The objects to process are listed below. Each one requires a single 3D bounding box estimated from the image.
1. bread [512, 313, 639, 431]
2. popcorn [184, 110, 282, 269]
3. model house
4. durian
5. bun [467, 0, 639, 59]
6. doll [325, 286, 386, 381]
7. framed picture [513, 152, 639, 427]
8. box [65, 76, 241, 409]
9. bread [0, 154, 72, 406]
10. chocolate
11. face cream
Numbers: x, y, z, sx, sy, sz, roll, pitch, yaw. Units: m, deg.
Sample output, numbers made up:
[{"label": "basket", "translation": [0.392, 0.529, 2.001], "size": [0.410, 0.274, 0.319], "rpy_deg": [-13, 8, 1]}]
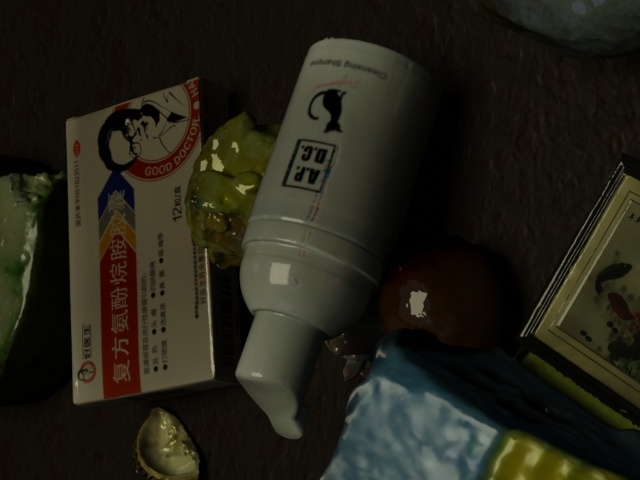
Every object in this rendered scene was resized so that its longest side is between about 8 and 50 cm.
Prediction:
[{"label": "bread", "translation": [0.236, 0.177, 1.325], "size": [0.228, 0.033, 0.229], "rpy_deg": [-10, 75, 45]}, {"label": "popcorn", "translation": [-0.064, -0.054, 1.632], "size": [0.173, 0.142, 0.173], "rpy_deg": [-38, 32, 29]}, {"label": "model house", "translation": [0.153, 0.238, 1.229], "size": [0.303, 0.215, 0.237], "rpy_deg": [33, 106, 42]}, {"label": "durian", "translation": [-0.183, 0.247, 1.756], "size": [0.066, 0.052, 0.130], "rpy_deg": [-57, 46, 20]}, {"label": "bun", "translation": [0.246, -0.322, 1.273], "size": [0.362, 0.211, 0.362], "rpy_deg": [-15, 69, 44]}, {"label": "doll", "translation": [0.037, 0.083, 1.541], "size": [0.084, 0.073, 0.127], "rpy_deg": [132, 143, -75]}, {"label": "framed picture", "translation": [0.268, 0.039, 1.289], "size": [0.199, 0.010, 0.195], "rpy_deg": [-60, 36, 5]}, {"label": "box", "translation": [-0.197, 0.006, 1.766], "size": [0.214, 0.069, 0.353], "rpy_deg": [-13, 71, 33]}, {"label": "bread", "translation": [-0.433, 0.033, 2.012], "size": [0.382, 0.129, 0.366], "rpy_deg": [-44, 53, 33]}, {"label": "chocolate", "translation": [0.124, 0.074, 1.429], "size": [0.133, 0.127, 0.124], "rpy_deg": [57, 155, 22]}, {"label": "face cream", "translation": [0.000, 0.000, 1.458], "size": [0.145, 0.145, 0.370], "rpy_deg": [-2, 64, 47]}]
